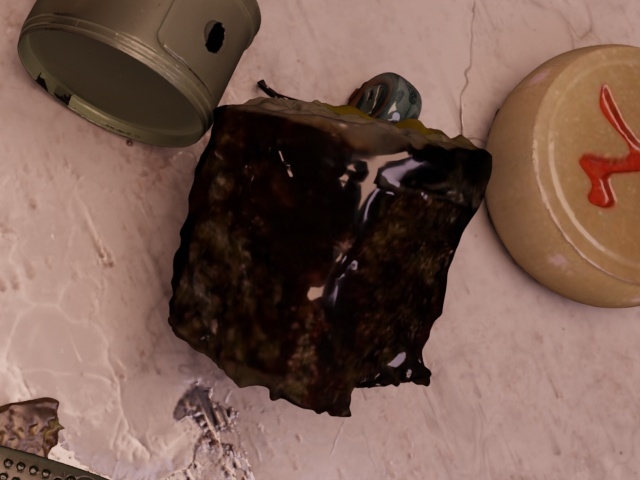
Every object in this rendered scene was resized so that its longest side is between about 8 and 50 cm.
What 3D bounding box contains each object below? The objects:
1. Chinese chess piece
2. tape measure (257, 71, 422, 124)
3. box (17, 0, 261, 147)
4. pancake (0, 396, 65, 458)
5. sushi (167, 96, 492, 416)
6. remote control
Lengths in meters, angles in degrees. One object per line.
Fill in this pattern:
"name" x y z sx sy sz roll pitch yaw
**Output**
"Chinese chess piece" 0.368 -0.081 1.793 0.338 0.140 0.338 5 76 -23
"tape measure" 0.027 -0.177 1.683 0.180 0.104 0.107 30 72 -16
"box" -0.195 -0.221 1.530 0.226 0.226 0.149 30 69 -15
"pancake" -0.288 0.308 1.484 0.288 0.033 0.286 4 76 -23
"sushi" -0.002 0.002 1.494 0.281 0.299 0.294 5 103 -34
"remote control" -0.278 0.264 1.457 0.222 0.042 0.072 24 69 -19
